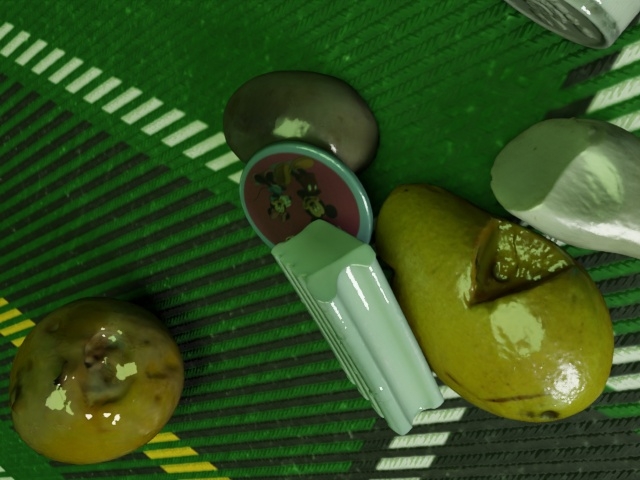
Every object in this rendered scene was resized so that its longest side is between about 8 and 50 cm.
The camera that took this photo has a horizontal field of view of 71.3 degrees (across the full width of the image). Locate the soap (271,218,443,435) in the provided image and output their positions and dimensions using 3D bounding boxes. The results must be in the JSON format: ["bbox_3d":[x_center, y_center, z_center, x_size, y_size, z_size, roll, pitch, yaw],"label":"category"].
[{"bbox_3d":[0.037,0.084,0.447,0.066,0.119,0.198,-35,117,-13],"label":"soap"}]

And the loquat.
[{"bbox_3d":[-0.317,0.200,0.648,0.244,0.244,0.244,6,104,24],"label":"loquat"}]

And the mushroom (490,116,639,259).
[{"bbox_3d":[0.269,-0.028,0.396,0.225,0.093,0.116,27,77,0],"label":"mushroom"}]

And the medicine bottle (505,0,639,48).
[{"bbox_3d":[0.245,-0.287,0.315,0.143,0.143,0.258,40,114,12],"label":"medicine bottle"}]

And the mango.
[{"bbox_3d":[0.153,0.052,0.440,0.262,0.130,0.167,42,124,21],"label":"mango"}]

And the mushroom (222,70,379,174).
[{"bbox_3d":[-0.037,-0.126,0.509,0.188,0.117,0.141,10,94,28],"label":"mushroom"}]

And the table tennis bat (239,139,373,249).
[{"bbox_3d":[0.000,0.000,0.502,0.153,0.040,0.244,-8,121,33],"label":"table tennis bat"}]
